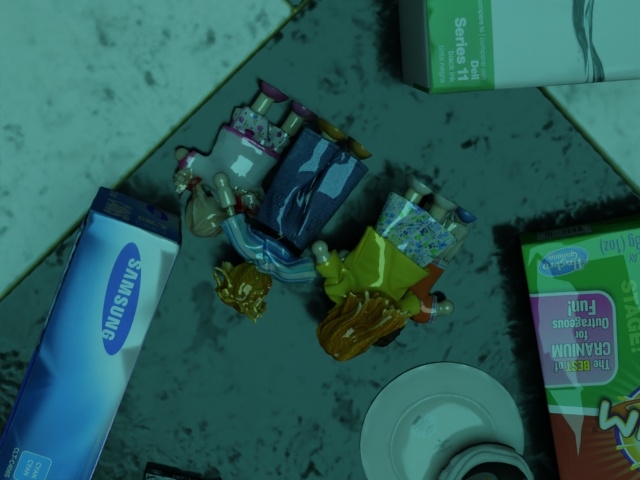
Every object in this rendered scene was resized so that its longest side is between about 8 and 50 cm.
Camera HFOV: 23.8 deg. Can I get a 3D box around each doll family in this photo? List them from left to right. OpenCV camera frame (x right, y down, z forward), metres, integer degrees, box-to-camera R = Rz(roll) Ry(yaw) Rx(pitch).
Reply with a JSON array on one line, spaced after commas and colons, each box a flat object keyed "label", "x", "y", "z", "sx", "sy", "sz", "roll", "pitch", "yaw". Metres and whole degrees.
[{"label": "doll family", "x": 0.000, "y": 0.000, "z": 1.198, "sx": 0.263, "sy": 0.118, "sz": 0.163, "roll": 32, "pitch": 94, "yaw": -9}]

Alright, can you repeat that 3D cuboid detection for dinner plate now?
[{"label": "dinner plate", "x": 0.104, "y": 0.173, "z": 1.285, "sx": 0.141, "sy": 0.017, "sz": 0.141, "roll": -1, "pitch": 97, "yaw": -5}]

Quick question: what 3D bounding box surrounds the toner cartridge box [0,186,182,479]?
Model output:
[{"label": "toner cartridge box", "x": -0.202, "y": 0.139, "z": 1.177, "sx": 0.075, "sy": 0.165, "sz": 0.347, "roll": 21, "pitch": 96, "yaw": -9}]

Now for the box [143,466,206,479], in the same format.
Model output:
[{"label": "box", "x": -0.123, "y": 0.238, "z": 1.271, "sx": 0.067, "sy": 0.018, "sz": 0.083, "roll": 13, "pitch": 97, "yaw": -7}]

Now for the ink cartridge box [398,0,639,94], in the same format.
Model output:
[{"label": "ink cartridge box", "x": 0.173, "y": -0.165, "z": 1.174, "sx": 0.208, "sy": 0.153, "sz": 0.086, "roll": -5, "pitch": 99, "yaw": -4}]

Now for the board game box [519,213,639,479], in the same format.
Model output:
[{"label": "board game box", "x": 0.307, "y": 0.132, "z": 1.248, "sx": 0.242, "sy": 0.064, "sz": 0.316, "roll": -10, "pitch": 98, "yaw": 9}]

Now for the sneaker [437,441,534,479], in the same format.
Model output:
[{"label": "sneaker", "x": 0.118, "y": 0.306, "z": 1.253, "sx": 0.100, "sy": 0.108, "sz": 0.271, "roll": 8, "pitch": 106, "yaw": -10}]
